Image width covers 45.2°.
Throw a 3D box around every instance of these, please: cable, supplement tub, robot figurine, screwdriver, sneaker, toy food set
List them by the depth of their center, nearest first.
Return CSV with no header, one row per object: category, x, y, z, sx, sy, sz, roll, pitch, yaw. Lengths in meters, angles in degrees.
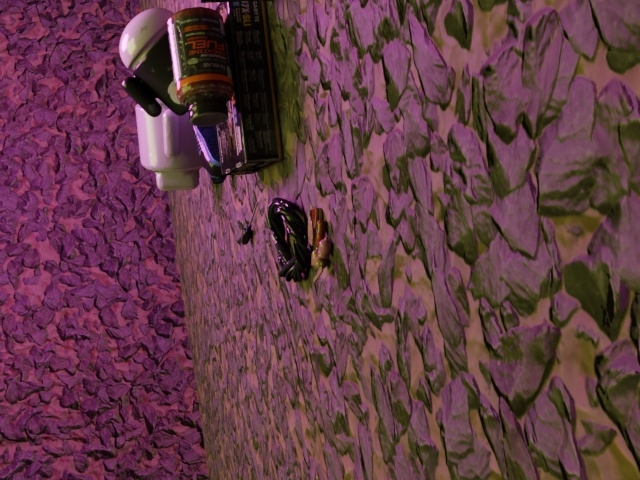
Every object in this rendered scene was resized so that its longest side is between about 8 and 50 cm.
toy food set,0.000,0.000,1.204,0.078,0.019,0.122,122,146,-65
cable,-0.061,0.003,1.357,0.184,0.047,0.150,-150,55,-69
supplement tub,-0.212,-0.308,1.380,0.106,0.106,0.198,141,121,-71
screwdriver,-0.155,-0.043,1.719,0.170,0.024,0.025,115,174,-50
robot figurine,-0.330,-0.401,1.766,0.173,0.278,0.209,-37,16,39
sneaker,-0.283,-0.246,1.951,0.090,0.081,0.232,112,147,-45
robot figurine,-0.404,-0.318,2.119,0.300,0.200,0.353,-124,31,-70

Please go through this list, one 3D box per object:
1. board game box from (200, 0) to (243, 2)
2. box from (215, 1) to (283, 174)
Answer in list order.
board game box,-0.120,-0.415,1.250,0.186,0.126,0.026,-156,60,-71
box,-0.154,-0.297,1.503,0.257,0.079,0.322,175,88,-72
